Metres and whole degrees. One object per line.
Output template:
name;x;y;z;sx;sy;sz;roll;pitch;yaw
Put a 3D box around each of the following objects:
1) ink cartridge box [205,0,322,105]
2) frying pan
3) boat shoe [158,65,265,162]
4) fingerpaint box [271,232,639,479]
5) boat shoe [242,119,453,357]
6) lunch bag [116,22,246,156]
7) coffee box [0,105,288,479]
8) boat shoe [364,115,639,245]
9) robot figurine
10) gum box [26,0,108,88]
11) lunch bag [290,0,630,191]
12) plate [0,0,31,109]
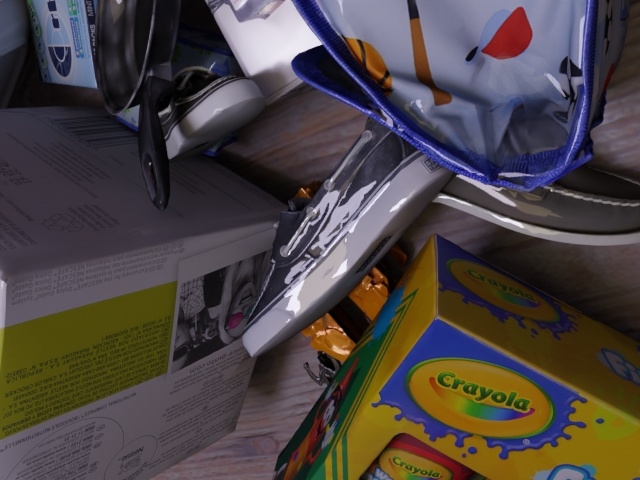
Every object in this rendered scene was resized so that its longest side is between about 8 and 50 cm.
ink cartridge box;-0.045;-0.269;0.639;0.100;0.172;0.237;-24;99;26
frying pan;-0.153;-0.187;0.589;0.326;0.053;0.197;48;128;45
boat shoe;-0.123;-0.129;0.632;0.219;0.078;0.070;-10;103;62
fingerpaint box;0.212;0.264;0.672;0.445;0.163;0.371;28;118;-6
boat shoe;0.000;0.000;0.668;0.102;0.108;0.301;49;120;16
lunch bag;-0.168;-0.185;0.767;0.151;0.096;0.128;16;115;7
coffee box;-0.291;0.065;0.732;0.338;0.338;0.334;32;119;28
boat shoe;0.183;-0.074;0.651;0.305;0.109;0.091;16;119;21
robot figurine;0.046;0.079;0.779;0.291;0.085;0.211;47;120;2
gum box;-0.300;-0.268;0.781;0.184;0.041;0.157;17;118;46
lunch bag;0.102;-0.245;0.498;0.239;0.328;0.385;-26;99;33
plate;-0.455;-0.156;0.812;0.045;0.277;0.278;30;120;-14
